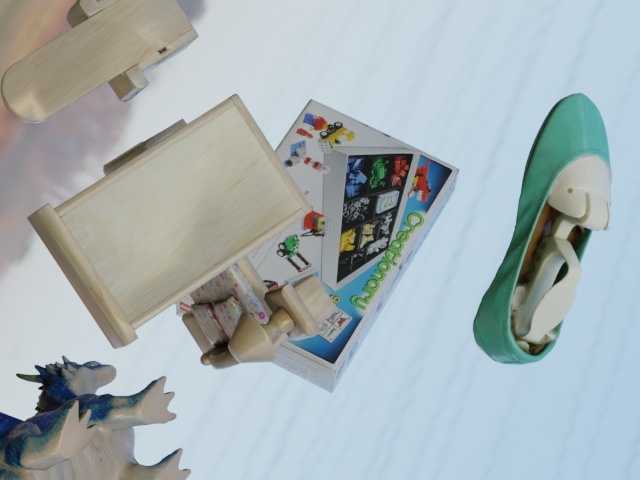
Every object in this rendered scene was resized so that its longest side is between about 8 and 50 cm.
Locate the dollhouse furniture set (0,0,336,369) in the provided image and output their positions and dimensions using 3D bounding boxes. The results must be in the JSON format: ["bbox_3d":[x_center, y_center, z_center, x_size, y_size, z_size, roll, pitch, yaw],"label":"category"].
[{"bbox_3d":[-0.164,-0.012,1.553,0.174,0.303,0.355,-34,-175,-20],"label":"dollhouse furniture set"}]

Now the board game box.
[{"bbox_3d":[0.000,0.000,2.147,0.305,0.193,0.053,-57,167,-31],"label":"board game box"}]

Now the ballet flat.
[{"bbox_3d":[0.210,-0.002,1.707,0.087,0.083,0.247,30,-78,53],"label":"ballet flat"}]

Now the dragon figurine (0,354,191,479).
[{"bbox_3d":[-0.172,0.130,1.102,0.144,0.085,0.289,-9,-171,30],"label":"dragon figurine"}]
